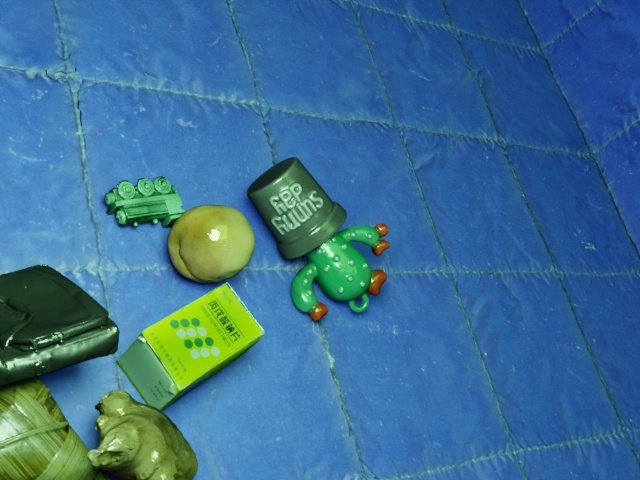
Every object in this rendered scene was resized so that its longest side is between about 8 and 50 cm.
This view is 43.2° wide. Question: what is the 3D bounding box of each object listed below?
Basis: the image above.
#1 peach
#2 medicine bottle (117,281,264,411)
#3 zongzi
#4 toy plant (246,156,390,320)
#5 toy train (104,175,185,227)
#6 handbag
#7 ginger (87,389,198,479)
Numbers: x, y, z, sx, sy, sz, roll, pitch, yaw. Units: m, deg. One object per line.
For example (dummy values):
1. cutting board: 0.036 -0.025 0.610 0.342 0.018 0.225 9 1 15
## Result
1. peach: -0.237 0.005 1.731 0.184 0.184 0.184 20 51 -27
2. medicine bottle: -0.253 0.212 1.605 0.137 0.141 0.250 51 44 7
3. zongzi: -0.496 0.385 1.301 0.288 0.134 0.286 50 46 1
4. toy plant: -0.007 0.008 1.909 0.400 0.185 0.279 53 49 -17
5. toy train: -0.381 -0.078 1.752 0.171 0.071 0.111 -11 76 -42
6. handbag: -0.510 0.138 1.402 0.244 0.088 0.275 -16 36 -41
7. ginger: -0.321 0.346 1.398 0.123 0.270 0.219 -40 69 -8
